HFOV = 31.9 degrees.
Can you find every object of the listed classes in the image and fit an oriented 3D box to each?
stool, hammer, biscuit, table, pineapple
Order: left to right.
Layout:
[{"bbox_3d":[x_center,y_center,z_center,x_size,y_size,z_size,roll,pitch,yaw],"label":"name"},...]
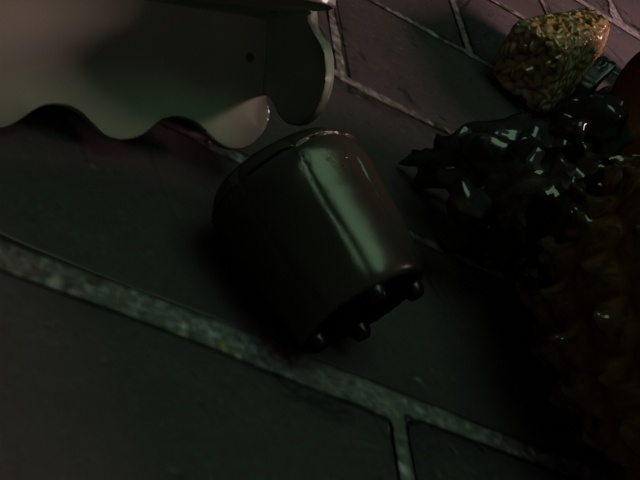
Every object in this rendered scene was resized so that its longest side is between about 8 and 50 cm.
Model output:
[{"bbox_3d":[-0.109,-0.138,0.623,0.198,0.166,0.167,2,47,-35],"label":"table"},{"bbox_3d":[0.000,0.000,0.615,0.096,0.096,0.110,-7,60,-50],"label":"stool"},{"bbox_3d":[0.228,-0.178,1.088,0.070,0.082,0.168,35,33,18],"label":"biscuit"},{"bbox_3d":[0.286,-0.147,1.123,0.021,0.078,0.201,38,24,18],"label":"hammer"},{"bbox_3d":[0.197,0.014,0.722,0.222,0.223,0.357,1,37,-46],"label":"pineapple"}]

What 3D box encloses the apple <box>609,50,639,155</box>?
[{"bbox_3d":[0.361,-0.100,1.045,0.201,0.162,0.201,18,6,-2],"label":"apple"}]
